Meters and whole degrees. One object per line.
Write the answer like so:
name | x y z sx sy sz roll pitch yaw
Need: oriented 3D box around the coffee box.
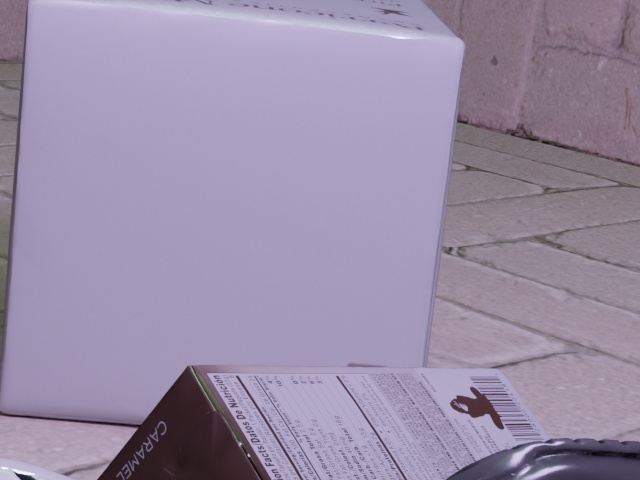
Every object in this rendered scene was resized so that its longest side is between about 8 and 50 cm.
coffee box | 0.006 0.145 0.874 0.246 0.141 0.098 5 42 -46

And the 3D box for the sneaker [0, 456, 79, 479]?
sneaker | -0.152 0.179 0.908 0.216 0.079 0.121 4 14 -11

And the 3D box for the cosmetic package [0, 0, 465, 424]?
cosmetic package | -0.077 -0.052 1.395 0.329 0.327 0.394 6 14 -5

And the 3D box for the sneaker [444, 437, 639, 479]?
sneaker | 0.176 0.197 0.674 0.330 0.122 0.146 31 33 -24
